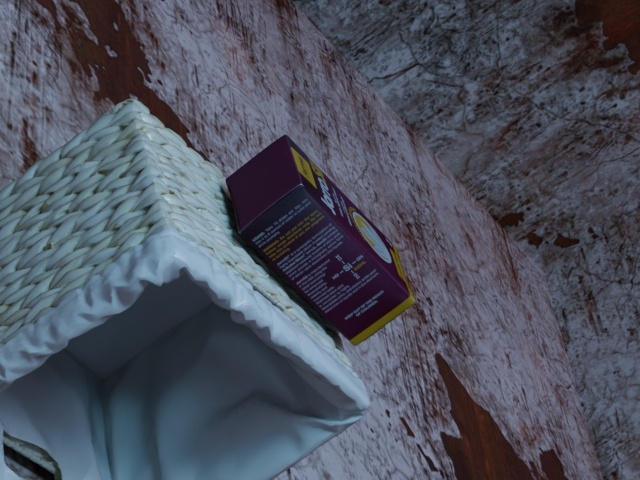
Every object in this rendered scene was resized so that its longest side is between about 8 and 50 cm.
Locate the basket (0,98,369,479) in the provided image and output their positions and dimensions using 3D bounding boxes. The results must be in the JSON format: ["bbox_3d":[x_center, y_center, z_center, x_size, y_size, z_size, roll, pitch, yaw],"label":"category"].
[{"bbox_3d":[-0.186,0.091,1.915,0.328,0.331,0.266,40,22,-41],"label":"basket"}]

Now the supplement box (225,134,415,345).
[{"bbox_3d":[0.000,0.000,1.919,0.188,0.081,0.104,45,15,-31],"label":"supplement box"}]
